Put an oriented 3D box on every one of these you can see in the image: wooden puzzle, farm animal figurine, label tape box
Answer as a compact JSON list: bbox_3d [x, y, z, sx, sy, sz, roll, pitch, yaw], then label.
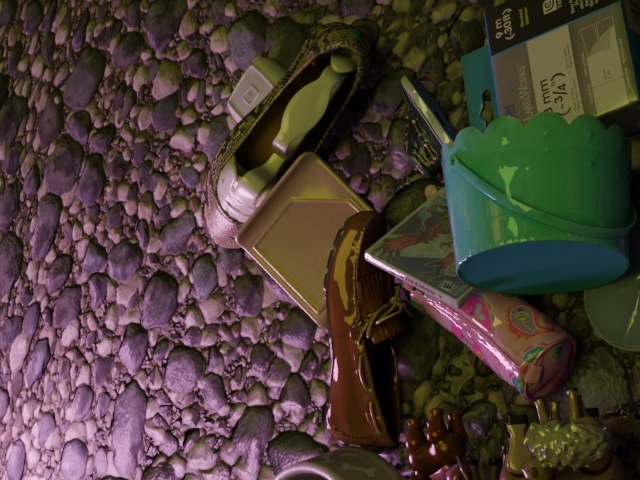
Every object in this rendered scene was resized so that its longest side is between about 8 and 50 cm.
[{"bbox_3d":[0.000,0.000,2.023,0.238,0.044,0.221,43,112,7],"label":"wooden puzzle"},{"bbox_3d":[0.271,0.339,1.599,0.326,0.330,0.172,-15,63,24],"label":"farm animal figurine"},{"bbox_3d":[0.338,-0.250,1.799,0.333,0.106,0.241,-20,67,37],"label":"label tape box"}]

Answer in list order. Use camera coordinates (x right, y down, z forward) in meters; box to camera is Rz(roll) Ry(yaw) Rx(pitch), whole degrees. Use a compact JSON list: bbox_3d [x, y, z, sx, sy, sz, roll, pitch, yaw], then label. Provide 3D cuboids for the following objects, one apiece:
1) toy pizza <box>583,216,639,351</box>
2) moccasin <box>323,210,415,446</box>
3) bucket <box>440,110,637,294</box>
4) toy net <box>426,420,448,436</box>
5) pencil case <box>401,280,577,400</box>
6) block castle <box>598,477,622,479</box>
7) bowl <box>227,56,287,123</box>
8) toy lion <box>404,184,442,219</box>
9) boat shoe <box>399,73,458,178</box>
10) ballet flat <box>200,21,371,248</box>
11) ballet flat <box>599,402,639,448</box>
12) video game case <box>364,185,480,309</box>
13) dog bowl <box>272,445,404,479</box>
[{"bbox_3d":[0.461,0.060,1.656,0.201,0.032,0.201,-25,54,40],"label":"toy pizza"},{"bbox_3d":[0.085,0.143,1.898,0.147,0.139,0.380,1,85,33],"label":"moccasin"},{"bbox_3d":[0.307,-0.044,1.653,0.281,0.281,0.183,-17,64,38],"label":"bucket"},{"bbox_3d":[0.164,0.393,1.846,0.122,0.045,0.232,16,88,64],"label":"toy net"},{"bbox_3d":[0.252,0.122,1.775,0.284,0.124,0.124,39,106,38],"label":"pencil case"},{"bbox_3d":[0.337,0.513,1.487,0.453,0.303,0.213,-51,53,21],"label":"block castle"},{"bbox_3d":[-0.116,-0.270,2.238,0.142,0.053,0.142,-55,52,18],"label":"bowl"},{"bbox_3d":[0.191,-0.027,1.928,0.096,0.034,0.100,43,108,32],"label":"toy lion"},{"bbox_3d":[0.163,-0.192,1.964,0.083,0.065,0.183,-44,56,24],"label":"boat shoe"},{"bbox_3d":[-0.074,-0.172,2.082,0.483,0.164,0.182,-55,9,15],"label":"ballet flat"},{"bbox_3d":[0.482,0.268,1.571,0.250,0.084,0.058,13,90,48],"label":"ballet flat"},{"bbox_3d":[0.201,0.006,1.806,0.183,0.201,0.023,28,143,34],"label":"video game case"},{"bbox_3d":[0.017,0.503,1.862,0.348,0.102,0.349,-7,80,50],"label":"dog bowl"}]
